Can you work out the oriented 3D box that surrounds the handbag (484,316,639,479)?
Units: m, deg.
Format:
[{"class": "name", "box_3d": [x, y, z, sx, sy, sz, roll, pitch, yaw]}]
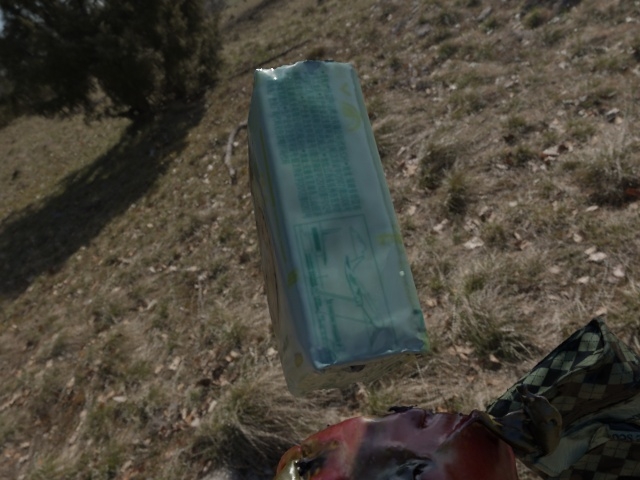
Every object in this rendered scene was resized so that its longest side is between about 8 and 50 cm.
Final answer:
[{"class": "handbag", "box_3d": [0.528, 0.391, 0.934, 0.317, 0.416, 0.180, -45, -5, 25]}]

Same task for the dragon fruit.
[{"class": "dragon fruit", "box_3d": [0.062, 0.225, 0.369, 0.282, 0.211, 0.147, -45, 27, 35]}]

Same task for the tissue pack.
[{"class": "tissue pack", "box_3d": [0.000, 0.000, 0.721, 0.287, 0.162, 0.388, 111, 149, -66]}]
